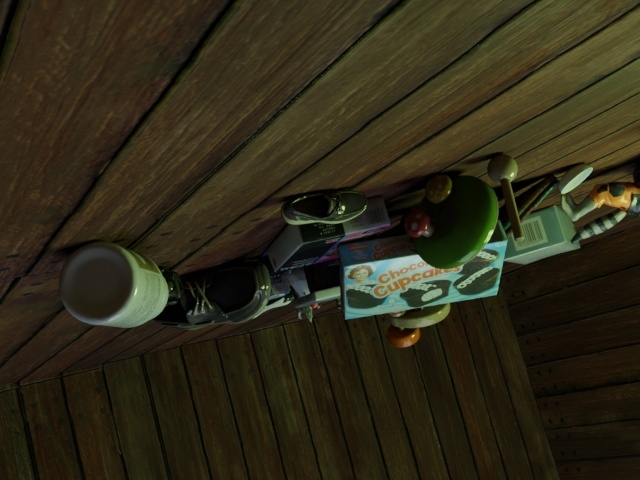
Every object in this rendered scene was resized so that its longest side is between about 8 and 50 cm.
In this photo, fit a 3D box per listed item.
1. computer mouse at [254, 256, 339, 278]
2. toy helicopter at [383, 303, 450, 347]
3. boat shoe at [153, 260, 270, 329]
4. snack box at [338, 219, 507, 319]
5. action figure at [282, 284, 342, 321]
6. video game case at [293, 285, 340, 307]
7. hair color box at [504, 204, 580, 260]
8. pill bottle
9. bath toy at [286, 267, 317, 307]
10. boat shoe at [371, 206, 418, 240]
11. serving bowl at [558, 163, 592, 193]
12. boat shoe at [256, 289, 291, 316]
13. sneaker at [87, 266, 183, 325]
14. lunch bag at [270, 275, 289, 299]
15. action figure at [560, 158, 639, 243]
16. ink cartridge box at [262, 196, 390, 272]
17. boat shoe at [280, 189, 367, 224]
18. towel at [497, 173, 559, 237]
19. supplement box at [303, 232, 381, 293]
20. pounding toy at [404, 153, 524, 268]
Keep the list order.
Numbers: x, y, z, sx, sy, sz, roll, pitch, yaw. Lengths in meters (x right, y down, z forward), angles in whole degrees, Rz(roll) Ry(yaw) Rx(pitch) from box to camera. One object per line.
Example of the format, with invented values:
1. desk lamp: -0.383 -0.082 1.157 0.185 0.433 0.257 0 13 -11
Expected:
1. computer mouse: -0.038 0.057 1.908 0.241 0.041 0.071 -5 -164 18
2. toy helicopter: 0.239 0.112 2.270 0.234 0.140 0.355 -21 -151 -4
3. boat shoe: -0.254 0.137 1.932 0.355 0.133 0.130 -25 167 41
4. snack box: 0.199 0.061 1.721 0.321 0.060 0.187 -9 142 -4
5. action figure: -0.007 0.147 2.378 0.164 0.141 0.276 -24 173 -18
6. video game case: 0.056 0.113 1.952 0.201 0.023 0.183 -12 174 -17
7. hair color box: 0.647 -0.011 2.570 0.185 0.114 0.374 -18 170 21
8. pill bottle: -0.333 0.080 1.449 0.131 0.131 0.229 -16 171 3
9. bath toy: 0.091 0.074 2.126 0.348 0.129 0.151 -12 171 -13
10. boat shoe: 0.223 -0.011 1.828 0.324 0.116 0.123 -33 -146 -9
11. serving bowl: 0.542 -0.137 1.860 0.083 0.027 0.083 -33 161 -13
12. boat shoe: -0.173 0.184 2.578 0.184 0.066 0.063 -13 157 2
13. sneaker: -0.363 0.105 1.712 0.130 0.087 0.227 -26 169 42
14. lunch bag: -0.121 0.107 2.158 0.083 0.071 0.053 -16 167 17
15. action figure: 0.751 -0.098 2.046 0.330 0.179 0.341 -8 172 21
16. ink cartridge box: 0.000 0.000 1.750 0.175 0.069 0.371 -13 173 -16
17. boat shoe: 0.012 -0.055 1.438 0.152 0.056 0.049 -12 176 -19
18. towel: 0.368 0.000 1.976 0.271 0.040 0.370 -43 180 -27
19. supplement box: 0.056 0.050 1.993 0.188 0.104 0.081 -13 173 -8
20. pounding toy: 0.232 -0.058 1.541 0.110 0.183 0.236 27 144 -37
